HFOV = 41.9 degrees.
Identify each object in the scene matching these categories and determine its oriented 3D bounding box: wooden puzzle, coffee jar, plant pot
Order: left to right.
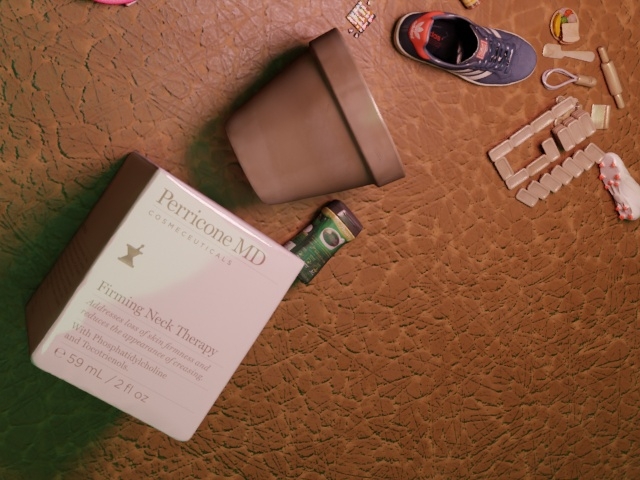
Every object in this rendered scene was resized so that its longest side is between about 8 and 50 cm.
[{"bbox_3d":[-0.022,-0.210,1.652,0.280,0.323,0.323,-27,110,4],"label":"plant pot"},{"bbox_3d":[0.000,0.000,1.805,0.184,0.079,0.096,-43,109,-6],"label":"coffee jar"},{"bbox_3d":[0.086,-0.473,1.771,0.049,0.006,0.083,42,86,-23],"label":"wooden puzzle"}]

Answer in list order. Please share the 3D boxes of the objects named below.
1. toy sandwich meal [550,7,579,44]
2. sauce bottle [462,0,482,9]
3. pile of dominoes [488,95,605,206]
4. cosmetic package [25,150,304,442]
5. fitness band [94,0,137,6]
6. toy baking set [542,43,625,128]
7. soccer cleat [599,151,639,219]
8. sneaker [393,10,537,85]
[{"bbox_3d":[0.568,-0.494,1.928,0.085,0.029,0.086,-4,102,-19],"label":"toy sandwich meal"},{"bbox_3d":[0.302,-0.562,1.813,0.042,0.042,0.128,-44,110,-6],"label":"sauce bottle"},{"bbox_3d":[0.534,-0.208,1.980,0.251,0.040,0.196,-34,117,2],"label":"pile of dominoes"},{"bbox_3d":[-0.308,0.091,1.580,0.329,0.327,0.394,34,88,-23],"label":"cosmetic package"},{"bbox_3d":[-0.357,-0.567,1.565,0.291,0.054,0.209,-37,111,-10],"label":"fitness band"},{"bbox_3d":[0.621,-0.365,1.977,0.196,0.030,0.256,-27,109,-12],"label":"toy baking set"},{"bbox_3d":[0.743,-0.140,2.058,0.076,0.068,0.196,-39,114,-24],"label":"soccer cleat"},{"bbox_3d":[0.337,-0.407,1.801,0.350,0.148,0.131,5,100,-21],"label":"sneaker"}]
